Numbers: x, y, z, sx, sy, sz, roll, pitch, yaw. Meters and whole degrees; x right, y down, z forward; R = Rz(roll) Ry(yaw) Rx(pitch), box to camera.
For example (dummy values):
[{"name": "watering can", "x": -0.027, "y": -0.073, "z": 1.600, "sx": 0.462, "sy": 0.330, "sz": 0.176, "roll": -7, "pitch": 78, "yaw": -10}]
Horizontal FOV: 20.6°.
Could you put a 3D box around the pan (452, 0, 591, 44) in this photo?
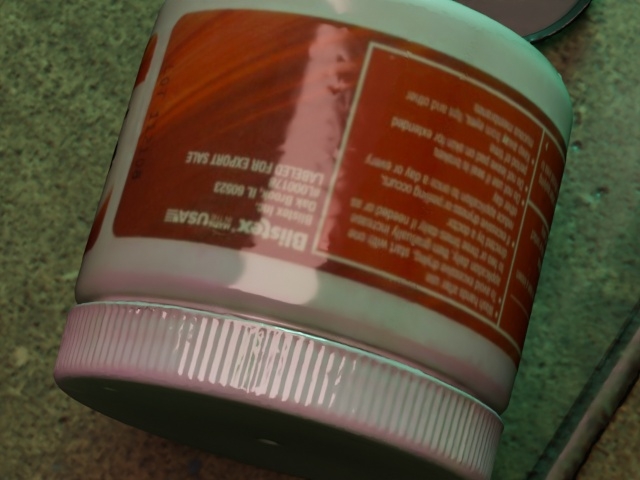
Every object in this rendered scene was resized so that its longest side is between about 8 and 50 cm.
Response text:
[{"name": "pan", "x": 0.117, "y": -0.233, "z": 1.168, "sx": 0.136, "sy": 0.028, "sz": 0.235, "roll": -7, "pitch": 75, "yaw": 8}]

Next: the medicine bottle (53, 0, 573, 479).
[{"name": "medicine bottle", "x": 0.000, "y": 0.000, "z": 0.997, "sx": 0.252, "sy": 0.252, "sz": 0.241, "roll": 11, "pitch": 74, "yaw": 13}]
